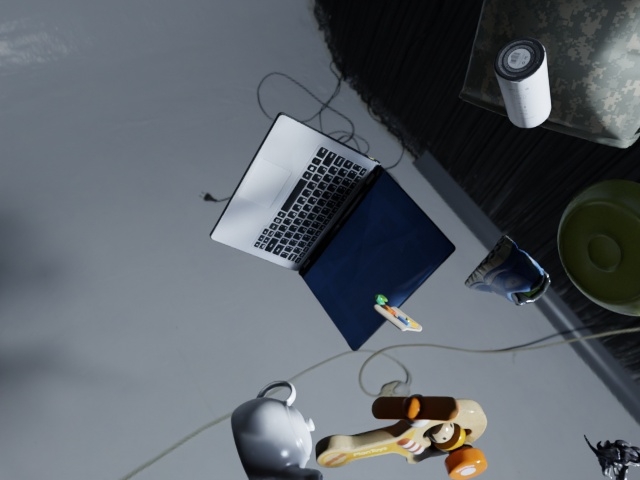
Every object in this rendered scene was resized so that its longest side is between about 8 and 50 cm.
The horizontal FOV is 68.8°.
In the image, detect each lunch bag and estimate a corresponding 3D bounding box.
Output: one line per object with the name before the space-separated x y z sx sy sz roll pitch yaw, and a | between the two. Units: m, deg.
lunch bag | 0.393 -0.297 0.708 0.169 0.235 0.287 -31 51 -31

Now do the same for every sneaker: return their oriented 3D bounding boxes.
sneaker | 0.433 0.094 1.085 0.147 0.330 0.130 41 93 16

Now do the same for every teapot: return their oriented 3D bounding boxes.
teapot | -0.107 0.507 1.212 0.187 0.252 0.256 -24 79 -7

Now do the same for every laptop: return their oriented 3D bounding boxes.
laptop | 0.000 0.000 1.062 0.408 0.382 0.236 23 33 -22

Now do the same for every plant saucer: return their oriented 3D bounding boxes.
plant saucer | 0.499 0.017 0.805 0.037 0.241 0.241 -13 63 -18

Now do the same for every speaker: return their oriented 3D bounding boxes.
speaker | 0.253 -0.190 0.581 0.055 0.136 0.055 -7 76 28

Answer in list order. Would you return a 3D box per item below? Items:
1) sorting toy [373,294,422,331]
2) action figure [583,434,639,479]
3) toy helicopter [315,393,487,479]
sorting toy | 0.102 0.101 0.665 0.083 0.012 0.062 37 13 33
action figure | 0.819 0.599 1.191 0.276 0.164 0.141 12 78 23
toy helicopter | 0.160 0.394 0.949 0.355 0.235 0.140 -13 42 1
